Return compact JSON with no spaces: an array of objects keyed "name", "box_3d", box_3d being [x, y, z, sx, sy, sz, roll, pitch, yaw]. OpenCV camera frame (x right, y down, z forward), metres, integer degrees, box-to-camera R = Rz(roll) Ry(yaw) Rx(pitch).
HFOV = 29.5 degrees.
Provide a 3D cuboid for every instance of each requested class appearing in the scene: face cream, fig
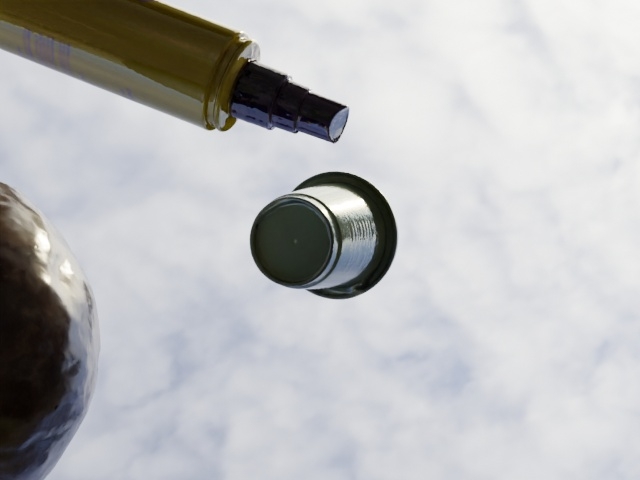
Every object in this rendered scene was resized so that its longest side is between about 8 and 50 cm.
[{"name":"face cream","box_3d":[-0.109,-0.132,0.892,0.273,0.078,0.078,22,-121,12]},{"name":"fig","box_3d":[-0.245,0.064,0.682,0.234,0.214,0.235,0,-93,-6]}]

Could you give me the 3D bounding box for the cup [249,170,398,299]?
[{"name":"cup","box_3d":[0.000,0.000,1.085,0.120,0.120,0.141,61,-161,4]}]
